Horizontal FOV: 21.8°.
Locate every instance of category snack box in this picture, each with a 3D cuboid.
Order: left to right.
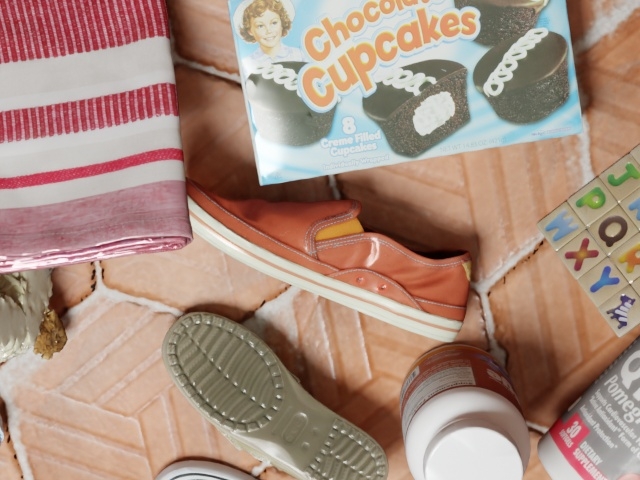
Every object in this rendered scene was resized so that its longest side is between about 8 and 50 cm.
[{"bbox_3d":[0.083,-0.173,1.618,0.322,0.060,0.187,-10,103,2],"label":"snack box"}]

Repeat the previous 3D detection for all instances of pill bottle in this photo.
[{"bbox_3d":[0.142,0.189,1.627,0.121,0.216,0.121,0,104,0],"label":"pill bottle"},{"bbox_3d":[0.380,0.153,1.640,0.176,0.176,0.318,40,100,-9],"label":"pill bottle"}]

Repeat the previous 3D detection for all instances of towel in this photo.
[{"bbox_3d":[-0.251,-0.129,1.543,0.237,0.037,0.329,-8,66,0],"label":"towel"}]

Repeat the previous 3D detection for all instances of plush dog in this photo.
[{"bbox_3d":[-0.385,0.056,1.623,0.225,0.262,0.210,-4,148,13],"label":"plush dog"}]

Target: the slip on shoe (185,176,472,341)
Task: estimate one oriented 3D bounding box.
[{"bbox_3d":[0.000,0.000,1.636,0.331,0.123,0.101,21,94,-10],"label":"slip on shoe"}]

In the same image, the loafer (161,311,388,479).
[{"bbox_3d":[-0.053,0.179,1.689,0.268,0.092,0.102,40,73,5],"label":"loafer"}]

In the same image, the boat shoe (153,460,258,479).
[{"bbox_3d":[-0.053,0.350,1.724,0.113,0.105,0.306,-43,100,9],"label":"boat shoe"}]

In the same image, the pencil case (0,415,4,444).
[{"bbox_3d":[-0.450,0.252,1.695,0.124,0.113,0.273,43,100,-14],"label":"pencil case"}]

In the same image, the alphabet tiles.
[{"bbox_3d":[0.347,0.007,1.603,0.198,0.237,0.009,-38,145,8],"label":"alphabet tiles"}]
